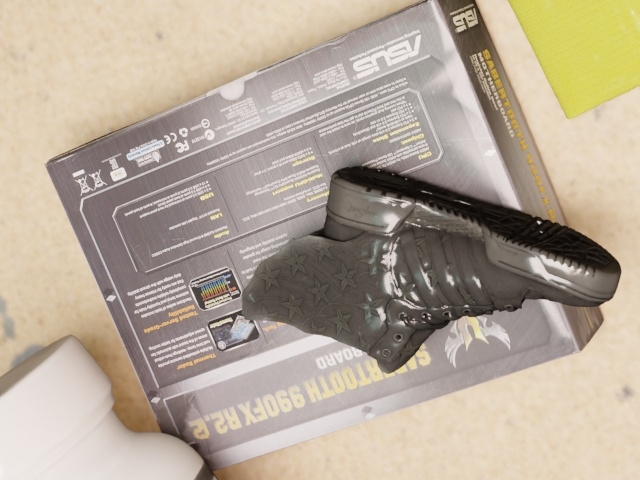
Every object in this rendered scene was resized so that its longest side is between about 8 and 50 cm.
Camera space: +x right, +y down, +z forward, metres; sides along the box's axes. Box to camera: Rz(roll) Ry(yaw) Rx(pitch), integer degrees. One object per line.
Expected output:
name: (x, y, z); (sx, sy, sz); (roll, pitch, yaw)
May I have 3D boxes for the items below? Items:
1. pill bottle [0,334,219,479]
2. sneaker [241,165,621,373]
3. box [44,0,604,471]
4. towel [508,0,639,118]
pill bottle: (-0.091, 0.195, 0.883); (0.162, 0.162, 0.278); (-34, 96, 24)
sneaker: (0.049, 0.023, 0.838); (0.170, 0.051, 0.089); (20, 110, 20)
box: (0.000, 0.000, 0.907); (0.231, 0.056, 0.183); (-21, 96, 24)
towel: (0.105, -0.182, 0.845); (0.102, 0.021, 0.237); (-26, 94, 30)
